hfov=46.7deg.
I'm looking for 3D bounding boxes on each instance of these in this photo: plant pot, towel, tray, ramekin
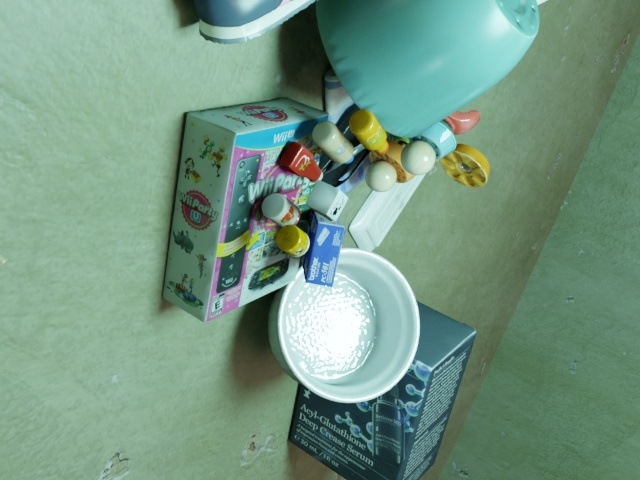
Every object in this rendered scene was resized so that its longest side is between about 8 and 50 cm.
[{"bbox_3d":[0.176,-0.334,1.098,0.293,0.235,0.293,24,55,-41],"label":"plant pot"},{"bbox_3d":[0.084,-0.234,1.380,0.209,0.034,0.285,-42,146,-32],"label":"towel"},{"bbox_3d":[0.160,-0.096,1.624,0.270,0.030,0.145,-56,152,-14],"label":"tray"},{"bbox_3d":[0.033,0.158,1.383,0.277,0.277,0.135,-53,-169,-19],"label":"ramekin"}]

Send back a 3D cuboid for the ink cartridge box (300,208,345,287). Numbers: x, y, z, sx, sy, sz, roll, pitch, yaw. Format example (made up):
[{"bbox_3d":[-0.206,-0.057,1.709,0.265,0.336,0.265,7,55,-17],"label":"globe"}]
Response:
[{"bbox_3d":[0.000,0.000,1.204,0.207,0.046,0.097,-110,-149,-77],"label":"ink cartridge box"}]

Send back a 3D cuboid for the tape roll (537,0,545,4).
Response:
[{"bbox_3d":[0.351,-0.609,1.304,0.392,0.072,0.392,-13,122,-22],"label":"tape roll"}]

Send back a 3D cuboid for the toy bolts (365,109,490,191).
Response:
[{"bbox_3d":[0.199,-0.142,1.340,0.158,0.218,0.228,-53,177,-20],"label":"toy bolts"}]

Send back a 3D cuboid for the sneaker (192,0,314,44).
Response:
[{"bbox_3d":[-0.041,-0.383,0.966,0.319,0.112,0.131,-47,148,-31],"label":"sneaker"}]

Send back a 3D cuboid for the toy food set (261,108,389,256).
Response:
[{"bbox_3d":[0.005,-0.082,1.093,0.232,0.111,0.104,-62,153,-4],"label":"toy food set"}]

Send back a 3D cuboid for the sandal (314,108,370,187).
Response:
[{"bbox_3d":[0.033,-0.131,1.316,0.254,0.054,0.097,-48,148,-8],"label":"sandal"}]

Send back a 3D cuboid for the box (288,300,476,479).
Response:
[{"bbox_3d":[0.129,0.330,1.652,0.212,0.293,0.396,-25,133,-49],"label":"box"}]

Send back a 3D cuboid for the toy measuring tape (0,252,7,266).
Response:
[{"bbox_3d":[-0.453,0.115,0.735,0.330,0.121,0.121,-57,157,-50],"label":"toy measuring tape"}]

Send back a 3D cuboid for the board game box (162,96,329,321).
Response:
[{"bbox_3d":[-0.114,-0.053,1.139,0.224,0.097,0.303,-24,133,-51],"label":"board game box"}]
